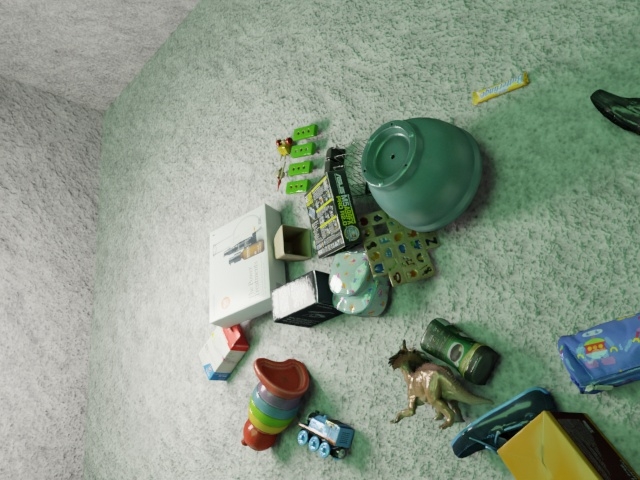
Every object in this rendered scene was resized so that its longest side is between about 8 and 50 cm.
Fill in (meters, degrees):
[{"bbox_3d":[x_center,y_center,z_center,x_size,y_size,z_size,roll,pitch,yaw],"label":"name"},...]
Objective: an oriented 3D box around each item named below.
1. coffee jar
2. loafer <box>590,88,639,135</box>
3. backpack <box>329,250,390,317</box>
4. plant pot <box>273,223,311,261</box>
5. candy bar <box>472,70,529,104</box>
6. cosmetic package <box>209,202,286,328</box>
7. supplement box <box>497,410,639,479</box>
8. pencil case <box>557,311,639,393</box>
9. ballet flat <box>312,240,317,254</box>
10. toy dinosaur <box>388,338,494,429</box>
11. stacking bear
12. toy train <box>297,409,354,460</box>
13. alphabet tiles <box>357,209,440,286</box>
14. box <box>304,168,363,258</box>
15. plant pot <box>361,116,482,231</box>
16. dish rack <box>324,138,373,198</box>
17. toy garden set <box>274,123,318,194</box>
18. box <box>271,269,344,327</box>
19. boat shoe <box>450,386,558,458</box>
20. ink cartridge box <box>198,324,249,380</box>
[{"bbox_3d":[0.336,0.267,1.335,0.184,0.079,0.096,32,101,48],"label":"coffee jar"},{"bbox_3d":[0.672,-0.265,1.157,0.078,0.076,0.223,-53,50,14],"label":"loafer"},{"bbox_3d":[0.112,0.123,1.579,0.166,0.144,0.188,-1,79,41],"label":"backpack"},{"bbox_3d":[-0.105,0.020,1.876,0.096,0.109,0.109,-34,54,48],"label":"plant pot"},{"bbox_3d":[0.472,-0.399,1.454,0.161,0.018,0.040,-14,68,45],"label":"candy bar"},{"bbox_3d":[-0.266,0.092,1.972,0.284,0.097,0.377,-27,54,29],"label":"cosmetic package"},{"bbox_3d":[0.480,0.439,1.038,0.129,0.194,0.191,-52,46,22],"label":"supplement box"},{"bbox_3d":[0.604,0.200,1.036,0.306,0.119,0.133,-31,28,37],"label":"pencil case"},{"bbox_3d":[0.000,0.000,1.813,0.114,0.041,0.041,-50,47,24],"label":"ballet flat"},{"bbox_3d":[0.263,0.338,1.333,0.296,0.127,0.200,-16,74,53],"label":"toy dinosaur"},{"bbox_3d":[-0.158,0.533,1.733,0.164,0.175,0.289,51,125,51],"label":"stacking bear"},{"bbox_3d":[0.011,0.560,1.595,0.184,0.080,0.105,8,74,50],"label":"toy train"},{"bbox_3d":[0.220,0.008,1.509,0.198,0.009,0.237,-15,59,1],"label":"alphabet tiles"},{"bbox_3d":[0.032,-0.070,1.641,0.270,0.060,0.216,146,112,-71],"label":"box"},{"bbox_3d":[0.228,-0.187,1.392,0.293,0.196,0.293,-20,62,41],"label":"plant pot"},{"bbox_3d":[0.116,-0.218,1.740,0.272,0.074,0.208,-6,74,44],"label":"dish rack"},{"bbox_3d":[-0.090,-0.281,1.999,0.204,0.049,0.244,-2,77,45],"label":"toy garden set"},{"bbox_3d":[-0.029,0.184,1.701,0.207,0.153,0.108,-28,57,37],"label":"box"},{"bbox_3d":[0.395,0.418,1.205,0.258,0.109,0.089,-48,51,29],"label":"boat shoe"},{"bbox_3d":[-0.345,0.387,2.027,0.231,0.078,0.134,-54,45,20],"label":"ink cartridge box"}]
